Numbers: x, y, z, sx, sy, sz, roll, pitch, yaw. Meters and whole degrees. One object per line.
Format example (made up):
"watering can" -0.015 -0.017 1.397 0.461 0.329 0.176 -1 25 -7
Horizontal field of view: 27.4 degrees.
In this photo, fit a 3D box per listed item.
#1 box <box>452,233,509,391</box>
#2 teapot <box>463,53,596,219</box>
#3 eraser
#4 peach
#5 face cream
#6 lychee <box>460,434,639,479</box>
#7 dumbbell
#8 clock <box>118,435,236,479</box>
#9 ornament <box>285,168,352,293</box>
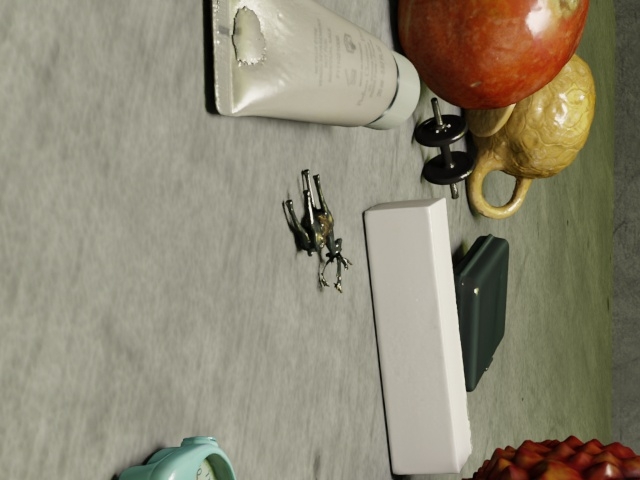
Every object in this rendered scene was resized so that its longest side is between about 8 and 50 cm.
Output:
"box" 0.208 0.092 1.750 0.230 0.050 0.160 -41 134 -66
"teapot" 0.275 -0.184 1.879 0.203 0.167 0.311 35 -70 61
"eraser" 0.110 0.106 1.457 0.076 0.078 0.298 -29 114 -68
"peach" 0.225 -0.284 1.587 0.232 0.256 0.232 49 29 -39
"face cream" -0.006 -0.161 1.183 0.314 0.089 0.143 10 78 -62
"lychee" 0.293 0.437 1.440 0.500 0.424 0.425 53 37 -43
"dumbbell" 0.156 -0.114 1.643 0.069 0.069 0.147 -69 148 -50
"clock" -0.091 0.191 0.927 0.147 0.045 0.108 -32 117 -69
"ornament" 0.000 0.000 1.245 0.073 0.028 0.125 -65 144 -55
